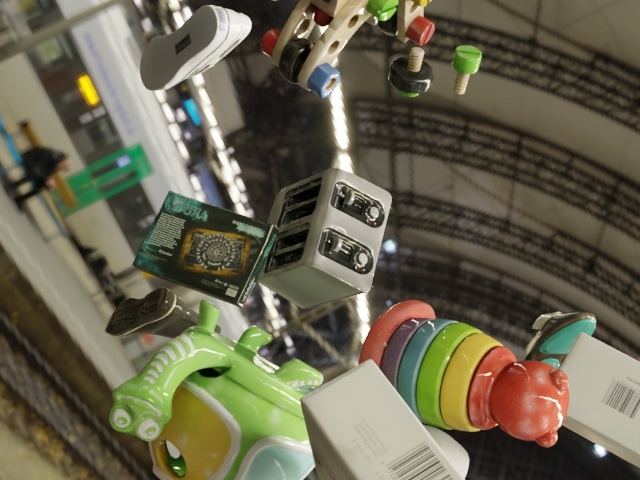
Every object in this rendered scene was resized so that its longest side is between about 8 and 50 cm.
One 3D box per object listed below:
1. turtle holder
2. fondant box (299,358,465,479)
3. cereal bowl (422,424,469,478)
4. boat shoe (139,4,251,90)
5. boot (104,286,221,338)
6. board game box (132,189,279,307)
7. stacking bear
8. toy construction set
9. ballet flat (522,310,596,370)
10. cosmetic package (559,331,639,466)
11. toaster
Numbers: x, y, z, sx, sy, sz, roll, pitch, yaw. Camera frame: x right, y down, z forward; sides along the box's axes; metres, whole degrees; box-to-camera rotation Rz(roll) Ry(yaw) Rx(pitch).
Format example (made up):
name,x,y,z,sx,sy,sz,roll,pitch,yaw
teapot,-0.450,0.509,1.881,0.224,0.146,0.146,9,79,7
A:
name,x,y,z,sx,sy,sz,roll,pitch,yaw
turtle holder,-0.114,0.231,1.498,0.243,0.227,0.320,31,-2,9
fondant box,0.092,0.317,1.288,0.238,0.096,0.330,51,-18,33
cereal bowl,0.099,0.452,2.042,0.141,0.339,0.339,42,-7,-3
boat shoe,-0.210,-0.313,1.927,0.258,0.084,0.095,-16,-101,49
boot,-0.290,0.161,2.104,0.137,0.077,0.198,35,-33,-30
board game box,-0.165,0.010,1.657,0.186,0.126,0.026,19,-15,25
stacking bear,0.212,0.198,1.620,0.289,0.175,0.164,14,1,36
toy construction set,0.042,-0.354,1.471,0.237,0.257,0.309,101,-31,-41
ballet flat,0.457,0.206,2.314,0.280,0.095,0.096,114,-28,-44
cosmetic package,0.496,0.276,1.927,0.224,0.138,0.225,28,-5,14
toaster,0.000,0.000,1.680,0.110,0.168,0.185,31,-29,-28
